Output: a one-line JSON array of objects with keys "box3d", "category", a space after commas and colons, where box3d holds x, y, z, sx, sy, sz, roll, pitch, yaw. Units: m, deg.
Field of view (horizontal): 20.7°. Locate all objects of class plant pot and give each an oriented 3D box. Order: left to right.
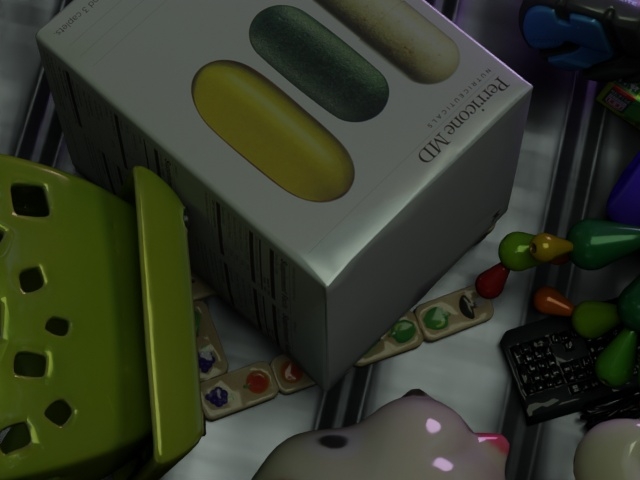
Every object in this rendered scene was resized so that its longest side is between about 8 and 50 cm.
[{"box3d": [-0.195, 0.070, 1.162, 0.207, 0.228, 0.227, -2, 75, -14], "category": "plant pot"}]

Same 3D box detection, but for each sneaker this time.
[{"box3d": [0.325, -0.163, 1.298, 0.341, 0.125, 0.140, 21, 69, -4], "category": "sneaker"}]

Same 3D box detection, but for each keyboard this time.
[{"box3d": [0.238, 0.087, 1.309, 0.192, 0.038, 0.100, -16, 78, -11], "category": "keyboard"}]

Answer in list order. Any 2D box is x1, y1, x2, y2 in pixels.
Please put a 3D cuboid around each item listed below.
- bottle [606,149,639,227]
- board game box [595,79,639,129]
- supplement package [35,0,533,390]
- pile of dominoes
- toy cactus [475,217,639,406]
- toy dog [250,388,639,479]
[{"box3d": [0.354, 0.012, 1.294, 0.283, 0.118, 0.092, 33, 55, 4], "category": "bottle"}, {"box3d": [0.317, -0.099, 1.367, 0.181, 0.043, 0.092, 35, 74, 3], "category": "board game box"}, {"box3d": [-0.023, -0.077, 1.207, 0.262, 0.198, 0.199, 41, 72, 17], "category": "supplement package"}, {"box3d": [0.000, 0.000, 1.298, 0.251, 0.040, 0.196, -19, 79, -13], "category": "pile of dominoes"}, {"box3d": [0.232, 0.027, 1.239, 0.219, 0.112, 0.180, 31, 112, 17], "category": "toy cactus"}, {"box3d": [0.115, 0.279, 1.129, 0.408, 0.284, 0.395, 43, 101, 12], "category": "toy dog"}]
